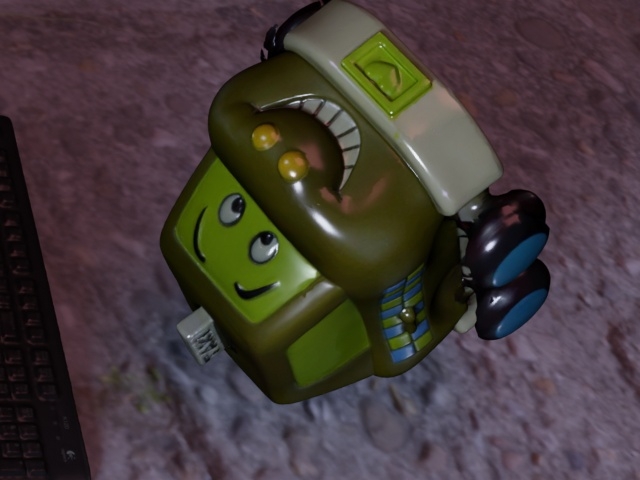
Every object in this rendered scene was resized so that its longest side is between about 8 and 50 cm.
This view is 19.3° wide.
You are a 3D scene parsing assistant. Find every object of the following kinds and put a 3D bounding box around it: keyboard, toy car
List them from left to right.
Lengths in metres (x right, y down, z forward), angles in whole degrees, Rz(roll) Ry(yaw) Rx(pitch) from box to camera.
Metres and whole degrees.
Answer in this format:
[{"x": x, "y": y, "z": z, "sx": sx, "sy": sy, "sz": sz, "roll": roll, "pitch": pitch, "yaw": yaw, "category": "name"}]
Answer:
[{"x": -0.213, "y": -0.012, "z": 1.101, "sx": 0.103, "sy": 0.041, "sz": 0.381, "roll": 4, "pitch": 42, "yaw": -29, "category": "keyboard"}, {"x": 0.000, "y": 0.000, "z": 1.095, "sx": 0.198, "sy": 0.248, "sz": 0.204, "roll": -38, "pitch": 67, "yaw": -11, "category": "toy car"}]
